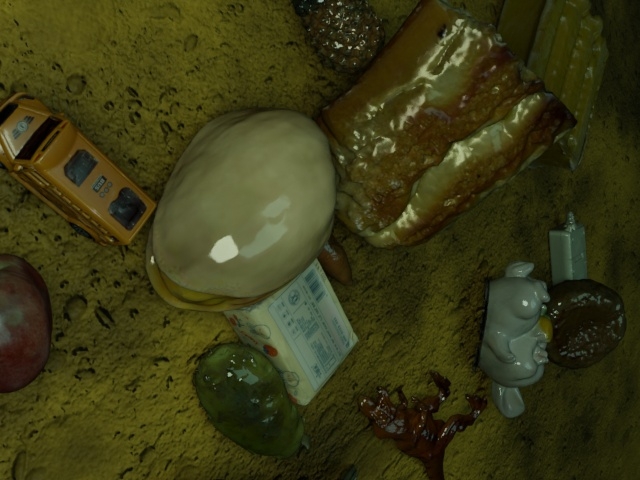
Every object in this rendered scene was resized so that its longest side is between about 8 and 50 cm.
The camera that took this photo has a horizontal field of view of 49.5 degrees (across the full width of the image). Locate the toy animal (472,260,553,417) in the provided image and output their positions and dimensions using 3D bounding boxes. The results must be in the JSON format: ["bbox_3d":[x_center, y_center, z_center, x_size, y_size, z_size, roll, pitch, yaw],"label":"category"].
[{"bbox_3d":[0.411,0.211,1.482,0.208,0.154,0.325,-64,158,-48],"label":"toy animal"}]

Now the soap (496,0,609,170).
[{"bbox_3d":[0.486,-0.356,1.492,0.293,0.156,0.335,30,73,-46],"label":"soap"}]

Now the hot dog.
[{"bbox_3d":[0.170,-0.153,1.100,0.367,0.196,0.365,28,111,-40],"label":"hot dog"}]

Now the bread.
[{"bbox_3d":[0.609,0.194,1.661,0.230,0.123,0.230,-3,109,-9],"label":"bread"}]

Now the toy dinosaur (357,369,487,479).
[{"bbox_3d":[0.230,0.373,1.347,0.208,0.097,0.432,-49,124,-14],"label":"toy dinosaur"}]

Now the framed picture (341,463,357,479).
[{"bbox_3d":[0.017,0.483,1.079,0.293,0.018,0.231,50,52,-78],"label":"framed picture"}]

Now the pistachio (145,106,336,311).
[{"bbox_3d":[-0.094,-0.044,0.900,0.309,0.230,0.230,-51,127,-25],"label":"pistachio"}]

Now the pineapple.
[{"bbox_3d":[-0.004,-0.370,1.026,0.251,0.125,0.125,53,58,-28],"label":"pineapple"}]

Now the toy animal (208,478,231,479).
[{"bbox_3d":[-0.121,0.449,0.921,0.212,0.213,0.266,-38,151,-36],"label":"toy animal"}]

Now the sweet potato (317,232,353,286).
[{"bbox_3d":[0.002,0.000,1.105,0.202,0.055,0.058,65,31,-27],"label":"sweet potato"}]

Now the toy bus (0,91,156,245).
[{"bbox_3d":[-0.281,-0.078,0.782,0.194,0.088,0.083,48,62,-38],"label":"toy bus"}]

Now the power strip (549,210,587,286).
[{"bbox_3d":[0.630,0.091,1.752,0.098,0.058,0.338,-21,109,-42],"label":"power strip"}]

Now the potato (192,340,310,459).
[{"bbox_3d":[-0.097,0.236,0.994,0.117,0.090,0.225,-31,117,4],"label":"potato"}]

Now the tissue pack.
[{"bbox_3d":[-0.042,0.127,1.046,0.148,0.092,0.196,-46,123,-33],"label":"tissue pack"}]

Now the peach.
[{"bbox_3d":[-0.343,0.096,0.708,0.152,0.152,0.152,-6,98,-45],"label":"peach"}]
